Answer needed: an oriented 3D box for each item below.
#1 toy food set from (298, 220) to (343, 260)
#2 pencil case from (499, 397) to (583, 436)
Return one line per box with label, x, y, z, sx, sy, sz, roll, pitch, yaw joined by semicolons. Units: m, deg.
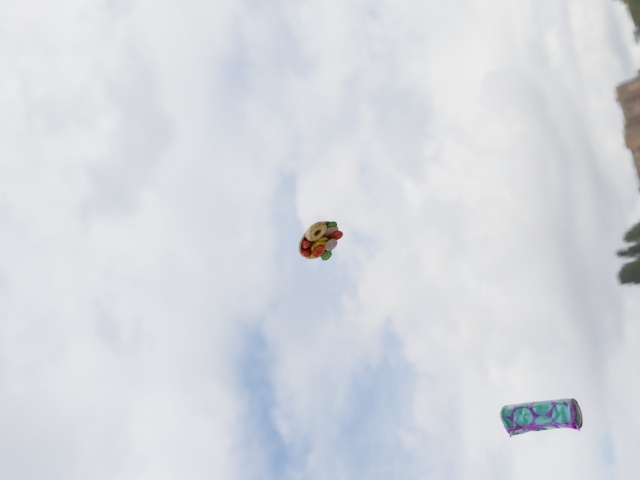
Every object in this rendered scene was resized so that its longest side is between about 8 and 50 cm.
toy food set;0.000;0.000;1.634;0.083;0.083;0.020;2;-146;-40
pencil case;0.436;0.350;1.873;0.064;0.152;0.070;60;-150;-31
